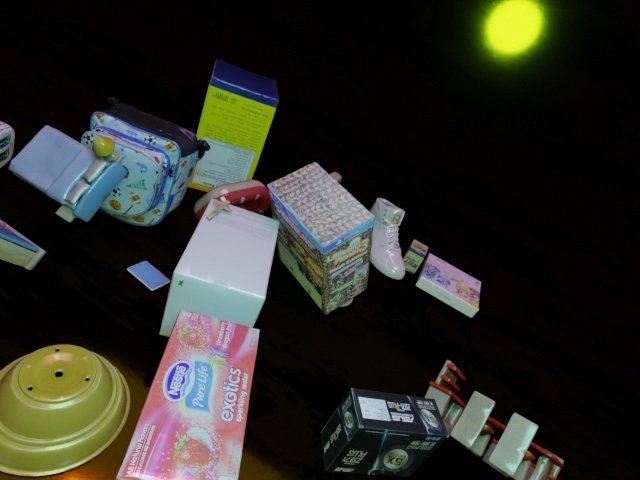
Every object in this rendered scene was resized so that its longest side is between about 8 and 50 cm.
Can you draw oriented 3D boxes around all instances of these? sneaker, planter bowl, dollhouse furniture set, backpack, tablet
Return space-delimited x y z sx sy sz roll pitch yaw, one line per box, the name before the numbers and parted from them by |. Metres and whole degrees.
sneaker | 0.223 -0.022 1.416 0.108 0.169 0.292 9 36 -30
planter bowl | -0.400 0.227 0.652 0.217 0.090 0.217 19 32 -12
dollhouse furniture set | -0.598 -0.147 0.822 0.286 0.198 0.303 31 75 9
backpack | -0.447 -0.166 1.051 0.276 0.263 0.213 25 36 3
tablet | -0.388 0.079 0.968 0.083 0.006 0.054 36 32 14
dollhouse furniture set | 0.335 0.359 0.842 0.259 0.135 0.262 21 -19 47

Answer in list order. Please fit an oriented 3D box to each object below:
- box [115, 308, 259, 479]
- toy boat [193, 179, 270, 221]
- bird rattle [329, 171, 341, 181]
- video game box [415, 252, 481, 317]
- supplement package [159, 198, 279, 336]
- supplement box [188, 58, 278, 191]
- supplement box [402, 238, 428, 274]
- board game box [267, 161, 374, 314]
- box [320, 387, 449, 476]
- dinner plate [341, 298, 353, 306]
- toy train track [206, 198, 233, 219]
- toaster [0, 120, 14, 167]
box | -0.202 0.273 0.678 0.154 0.142 0.300 18 31 -11
toy boat | -0.232 -0.079 1.226 0.231 0.151 0.151 -24 87 -51
bird rattle | 0.004 -0.143 1.423 0.253 0.207 0.143 -31 80 -44
video game box | 0.432 0.145 1.433 0.205 0.048 0.187 31 29 8
supplement package | -0.210 0.071 0.944 0.177 0.175 0.293 19 31 -10
supplement box | -0.280 -0.334 1.331 0.194 0.356 0.195 15 32 -19
supplement box | 0.316 0.054 1.448 0.056 0.083 0.083 29 32 8
board game box | 0.000 0.000 1.071 0.141 0.291 0.232 -29 56 -20
box | 0.112 0.354 0.781 0.180 0.147 0.077 15 32 -20
dinner plate | 0.030 0.128 1.193 0.141 0.017 0.141 19 30 -11
toy train track | -0.229 -0.066 0.959 0.048 0.014 0.083 32 37 2
toaster | -0.831 -0.229 0.997 0.146 0.129 0.227 21 29 -15
